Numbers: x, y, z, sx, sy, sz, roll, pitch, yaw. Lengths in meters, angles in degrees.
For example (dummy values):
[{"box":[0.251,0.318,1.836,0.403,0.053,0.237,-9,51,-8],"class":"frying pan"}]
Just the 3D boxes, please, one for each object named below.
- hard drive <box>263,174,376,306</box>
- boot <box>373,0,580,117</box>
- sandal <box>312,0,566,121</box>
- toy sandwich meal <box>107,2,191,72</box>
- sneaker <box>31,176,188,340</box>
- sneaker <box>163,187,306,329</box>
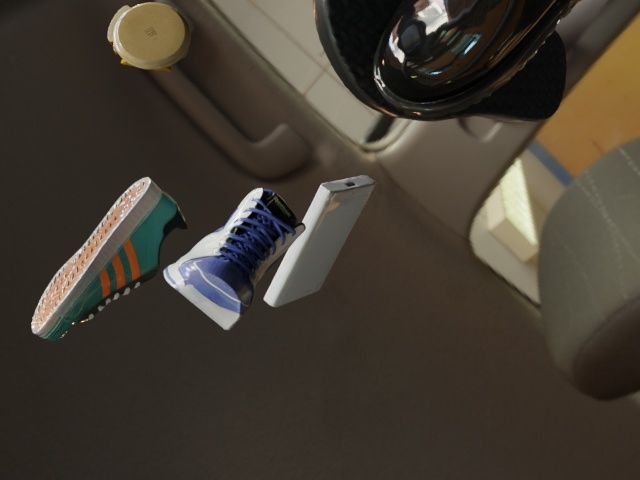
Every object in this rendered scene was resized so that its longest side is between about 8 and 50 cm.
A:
[{"box":[0.000,0.000,1.876,0.040,0.307,0.203,37,-153,21],"class":"hard drive"},{"box":[0.147,-0.271,0.714,0.131,0.348,0.260,54,-164,23],"class":"boot"},{"box":[0.138,-0.216,0.998,0.446,0.167,0.107,5,-176,-45],"class":"sandal"},{"box":[-0.172,-0.203,0.845,0.085,0.085,0.029,50,164,11],"class":"toy sandwich meal"},{"box":[-0.326,0.049,1.335,0.121,0.302,0.108,45,164,-30],"class":"sneaker"},{"box":[-0.121,0.008,1.265,0.127,0.182,0.315,40,-173,-6],"class":"sneaker"}]
